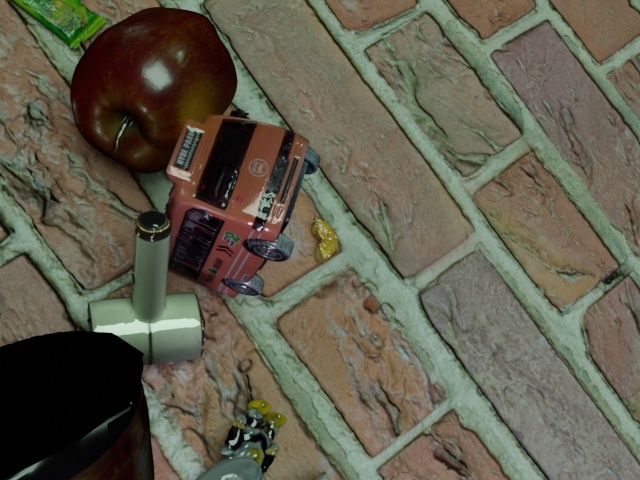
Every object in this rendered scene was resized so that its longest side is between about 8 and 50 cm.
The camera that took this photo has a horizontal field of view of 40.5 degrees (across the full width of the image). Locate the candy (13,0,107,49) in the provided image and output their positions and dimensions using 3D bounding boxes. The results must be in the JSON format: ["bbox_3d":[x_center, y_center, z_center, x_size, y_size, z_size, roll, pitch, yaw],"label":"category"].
[{"bbox_3d":[-0.535,-0.471,1.757,0.178,0.032,0.102,38,67,-4],"label":"candy"}]

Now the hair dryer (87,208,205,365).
[{"bbox_3d":[-0.301,0.079,1.508,0.203,0.362,0.128,-4,44,-18],"label":"hair dryer"}]

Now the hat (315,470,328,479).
[{"bbox_3d":[-0.055,0.556,1.562,0.301,0.168,0.258,-50,120,-47],"label":"hat"}]

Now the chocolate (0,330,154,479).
[{"bbox_3d":[-0.425,0.369,1.360,0.383,0.383,0.331,-21,117,-22],"label":"chocolate"}]

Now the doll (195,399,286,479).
[{"bbox_3d":[-0.158,0.446,1.574,0.103,0.145,0.316,12,58,25],"label":"doll"}]

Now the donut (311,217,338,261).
[{"bbox_3d":[0.000,0.000,1.788,0.067,0.038,0.083,-42,85,-21],"label":"donut"}]

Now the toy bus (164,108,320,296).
[{"bbox_3d":[-0.163,-0.057,1.543,0.233,0.427,0.203,20,68,-8],"label":"toy bus"}]

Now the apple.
[{"bbox_3d":[-0.313,-0.289,1.643,0.288,0.288,0.317,37,50,-4],"label":"apple"}]
